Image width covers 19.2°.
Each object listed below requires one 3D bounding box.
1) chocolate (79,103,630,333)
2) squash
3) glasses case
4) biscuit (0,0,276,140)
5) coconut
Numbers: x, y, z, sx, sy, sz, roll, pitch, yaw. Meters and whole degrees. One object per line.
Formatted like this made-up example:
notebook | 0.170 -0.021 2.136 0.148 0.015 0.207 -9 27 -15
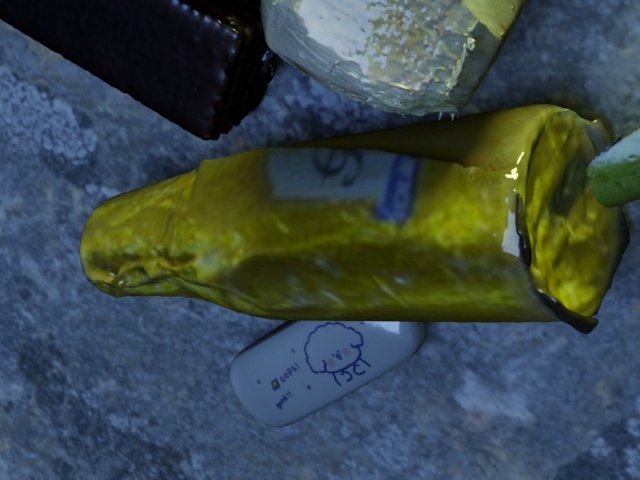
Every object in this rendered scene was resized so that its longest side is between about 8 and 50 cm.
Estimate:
chocolate | 0.000 0.000 1.423 0.445 0.162 0.162 -5 111 34
squash | 0.277 -0.083 1.272 0.200 0.090 0.075 -15 74 22
glasses case | 0.003 0.092 1.537 0.197 0.049 0.076 -31 96 38
biscuit | -0.206 -0.216 1.491 0.388 0.073 0.107 31 127 13
coconut | 0.043 -0.180 1.297 0.194 0.194 0.194 14 120 25
